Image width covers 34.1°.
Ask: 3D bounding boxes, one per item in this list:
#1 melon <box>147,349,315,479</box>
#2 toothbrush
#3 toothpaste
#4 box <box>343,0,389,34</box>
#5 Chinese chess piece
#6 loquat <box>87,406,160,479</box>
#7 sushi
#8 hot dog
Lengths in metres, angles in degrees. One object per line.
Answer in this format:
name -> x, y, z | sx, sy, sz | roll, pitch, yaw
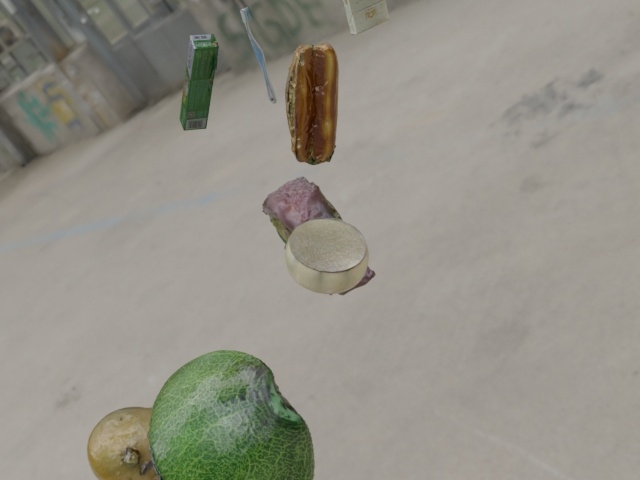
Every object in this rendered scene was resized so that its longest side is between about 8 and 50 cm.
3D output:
melon -> -0.119, 0.257, 1.342 | 0.129, 0.265, 0.169 | -19, -23, -49
toothbrush -> -0.097, -0.288, 1.644 | 0.014, 0.162, 0.017 | 4, 33, 36
toothpaste -> -0.200, -0.257, 1.717 | 0.043, 0.178, 0.037 | -7, 50, -21
box -> 0.081, -0.501, 2.067 | 0.090, 0.167, 0.024 | -30, 30, -26
Chinese chess piece -> 0.009, 0.022, 1.503 | 0.122, 0.051, 0.122 | 4, 43, -4
loquat -> -0.346, 0.388, 1.938 | 0.172, 0.149, 0.204 | -9, 5, -10
sushi -> -0.009, -0.016, 1.769 | 0.107, 0.161, 0.241 | -35, 31, -9
hot dog -> -0.019, -0.292, 2.244 | 0.115, 0.269, 0.072 | 0, 18, -14
